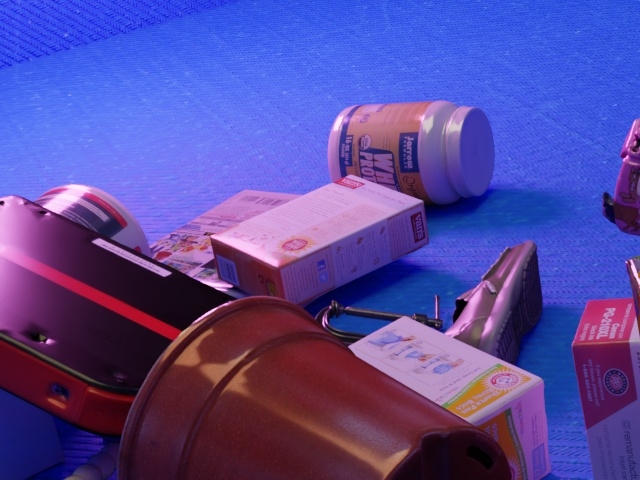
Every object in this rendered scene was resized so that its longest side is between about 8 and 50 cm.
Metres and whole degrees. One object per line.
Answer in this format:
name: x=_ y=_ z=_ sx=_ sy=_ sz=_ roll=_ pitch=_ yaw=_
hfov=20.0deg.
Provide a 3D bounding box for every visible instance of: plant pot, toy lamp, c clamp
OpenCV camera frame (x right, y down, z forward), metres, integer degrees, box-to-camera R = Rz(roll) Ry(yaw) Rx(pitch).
plant pot: x=0.008 y=0.217 z=1.604 sx=0.272 sy=0.272 sz=0.265 roll=-28 pitch=34 yaw=-35
toy lamp: x=-0.262 y=0.266 z=1.854 sx=0.080 sy=0.080 sz=0.274 roll=1 pitch=24 yaw=31
c clamp: x=0.068 y=0.098 z=2.115 sx=0.160 sy=0.022 sz=0.137 roll=6 pitch=28 yaw=-8

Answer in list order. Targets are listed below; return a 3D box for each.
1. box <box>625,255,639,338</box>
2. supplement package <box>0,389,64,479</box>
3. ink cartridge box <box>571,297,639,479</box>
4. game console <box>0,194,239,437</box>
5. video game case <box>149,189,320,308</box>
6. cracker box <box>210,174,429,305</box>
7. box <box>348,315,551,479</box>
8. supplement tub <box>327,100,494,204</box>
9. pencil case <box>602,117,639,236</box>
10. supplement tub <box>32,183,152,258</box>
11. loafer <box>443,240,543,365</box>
box: x=0.415 y=0.148 z=1.462 sx=0.279 sy=0.290 sz=0.177 roll=-12 pitch=21 yaw=5
supplement package: x=-0.429 y=0.194 z=2.029 sx=0.194 sy=0.149 sz=0.203 roll=-24 pitch=25 yaw=-28
ink cartridge box: x=0.366 y=0.143 z=1.668 sx=0.237 sy=0.172 sz=0.100 roll=-4 pitch=23 yaw=20
game console: x=-0.285 y=0.076 z=2.018 sx=0.386 sy=0.060 sz=0.342 roll=25 pitch=22 yaw=17
video game case: x=-0.077 y=0.014 z=2.447 sx=0.329 sy=0.036 sz=0.300 roll=7 pitch=29 yaw=40
cracker box: x=0.000 y=0.000 z=2.298 sx=0.232 sy=0.067 sz=0.155 roll=-25 pitch=28 yaw=-28
box: x=0.119 y=0.171 z=1.799 sx=0.103 sy=0.114 sz=0.203 roll=-26 pitch=31 yaw=-31
supplement tub: x=0.126 y=-0.120 z=2.515 sx=0.199 sy=0.144 sz=0.144 roll=-1 pitch=24 yaw=29
pencil case: x=0.488 y=-0.016 z=1.900 sx=0.386 sy=0.160 sz=0.167 roll=28 pitch=41 yaw=34
supplement tub: x=-0.353 y=0.062 z=2.264 sx=0.191 sy=0.191 sz=0.272 roll=0 pitch=24 yaw=31
loafer: x=0.192 y=0.073 z=2.056 sx=0.087 sy=0.094 sz=0.251 roll=1 pitch=24 yaw=21
